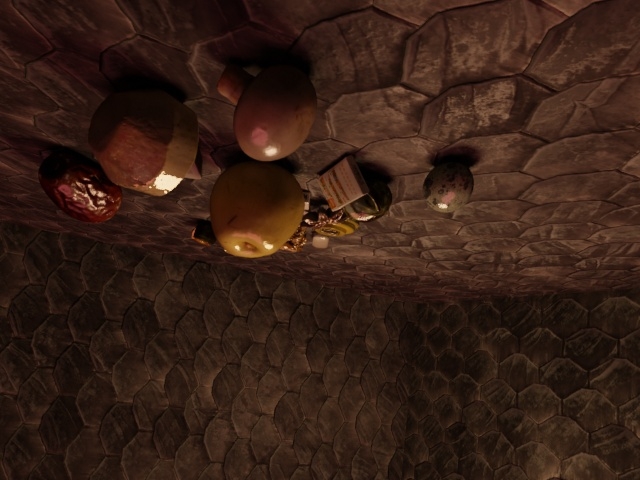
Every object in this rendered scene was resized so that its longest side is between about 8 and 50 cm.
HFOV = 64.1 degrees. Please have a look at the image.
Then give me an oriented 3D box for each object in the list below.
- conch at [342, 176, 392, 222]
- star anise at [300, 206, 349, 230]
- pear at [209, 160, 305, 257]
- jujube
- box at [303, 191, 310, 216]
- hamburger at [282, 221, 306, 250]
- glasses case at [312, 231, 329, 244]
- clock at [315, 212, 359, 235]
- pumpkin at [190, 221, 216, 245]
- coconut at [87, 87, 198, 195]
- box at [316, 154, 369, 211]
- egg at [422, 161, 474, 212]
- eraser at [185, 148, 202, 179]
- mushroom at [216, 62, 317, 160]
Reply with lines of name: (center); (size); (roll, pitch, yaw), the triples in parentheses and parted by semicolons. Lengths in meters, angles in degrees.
conch: (0.141, -0.139, 1.616); (0.181, 0.124, 0.187); (9, 147, 38)
star anise: (0.009, -0.091, 1.921); (0.208, 0.063, 0.172); (-18, 164, 29)
pear: (-0.203, -0.099, 1.608); (0.309, 0.309, 0.309); (7, 167, 2)
jujube: (-0.852, -0.186, 1.825); (0.223, 0.223, 0.318); (5, 159, 12)
box: (-0.173, -0.140, 1.929); (0.274, 0.048, 0.265); (8, 168, 0)
hamburger: (-0.178, -0.035, 2.139); (0.243, 0.146, 0.286); (8, -179, -31)
glasses case: (0.000, 0.000, 2.421); (0.081, 0.051, 0.204); (7, 167, -2)
clock: (0.045, -0.057, 2.146); (0.237, 0.057, 0.237); (8, 168, 2)
pumpkin: (-0.554, -0.036, 2.472); (0.119, 0.107, 0.183); (21, 170, -21)
coconut: (-0.416, -0.240, 1.253); (0.259, 0.259, 0.259); (7, 167, 2)
box: (0.064, -0.167, 1.544); (0.032, 0.122, 0.220); (-27, -178, -25)
egg: (0.354, -0.149, 1.407); (0.132, 0.132, 0.172); (10, 155, -9)
eraser: (-0.411, -0.264, 1.514); (0.089, 0.061, 0.352); (9, 168, -2)
mushroom: (-0.116, -0.263, 1.055); (0.209, 0.206, 0.206); (6, 167, 6)
